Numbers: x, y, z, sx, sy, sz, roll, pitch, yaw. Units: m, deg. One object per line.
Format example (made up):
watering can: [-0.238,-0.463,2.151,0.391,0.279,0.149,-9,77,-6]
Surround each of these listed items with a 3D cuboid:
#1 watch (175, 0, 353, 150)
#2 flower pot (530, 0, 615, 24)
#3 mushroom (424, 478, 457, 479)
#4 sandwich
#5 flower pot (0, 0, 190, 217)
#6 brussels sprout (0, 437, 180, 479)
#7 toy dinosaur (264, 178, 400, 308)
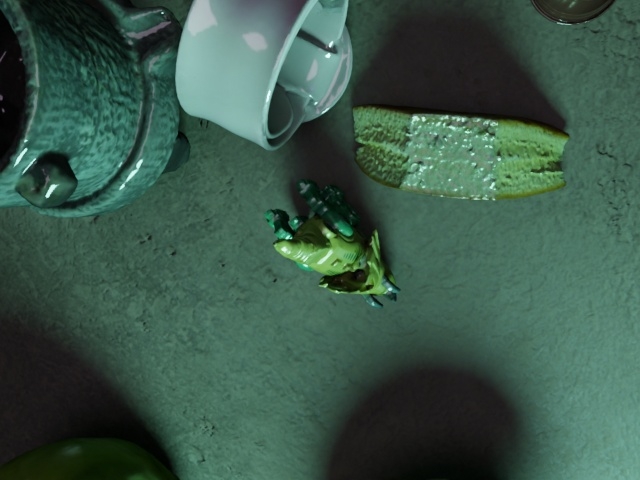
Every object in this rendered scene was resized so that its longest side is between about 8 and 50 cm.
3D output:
watch: [-0.063,-0.237,0.713,0.196,0.231,0.244,26,108,9]
flower pot: [0.274,-0.288,0.700,0.111,0.089,0.111,2,101,12]
mushroom: [0.152,0.460,0.781,0.352,0.260,0.353,-7,81,47]
sandwich: [0.154,-0.102,0.764,0.257,0.096,0.094,7,107,14]
flower pot: [-0.292,-0.165,0.747,0.298,0.282,0.299,1,94,19]
brussels sprout: [-0.305,0.419,0.888,0.343,0.268,0.344,13,123,22]
toy dinosaur: [0.000,0.000,0.751,0.094,0.259,0.153,-45,62,14]
